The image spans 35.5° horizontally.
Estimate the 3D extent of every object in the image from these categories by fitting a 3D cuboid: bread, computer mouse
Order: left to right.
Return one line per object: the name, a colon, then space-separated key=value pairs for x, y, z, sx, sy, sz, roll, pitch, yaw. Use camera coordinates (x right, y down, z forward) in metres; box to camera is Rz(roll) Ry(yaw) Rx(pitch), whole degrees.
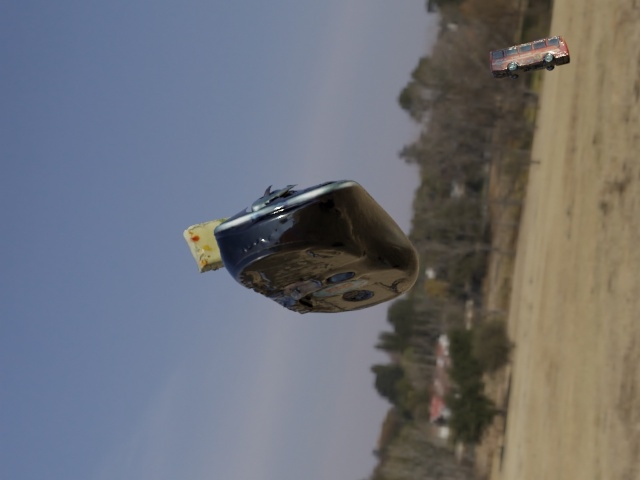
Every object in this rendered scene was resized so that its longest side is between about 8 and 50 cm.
bread: x=-0.117 y=-0.001 z=1.416 sx=0.068 sy=0.153 sz=0.028 roll=62 pitch=142 yaw=21
computer mouse: x=0.000 y=0.000 z=0.912 sx=0.233 sy=0.137 sz=0.096 roll=34 pitch=-142 yaw=-59

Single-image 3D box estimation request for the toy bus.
toy bus: x=0.295 y=-0.258 z=1.414 sx=0.031 sy=0.110 sz=0.043 roll=46 pitch=-145 yaw=-66
